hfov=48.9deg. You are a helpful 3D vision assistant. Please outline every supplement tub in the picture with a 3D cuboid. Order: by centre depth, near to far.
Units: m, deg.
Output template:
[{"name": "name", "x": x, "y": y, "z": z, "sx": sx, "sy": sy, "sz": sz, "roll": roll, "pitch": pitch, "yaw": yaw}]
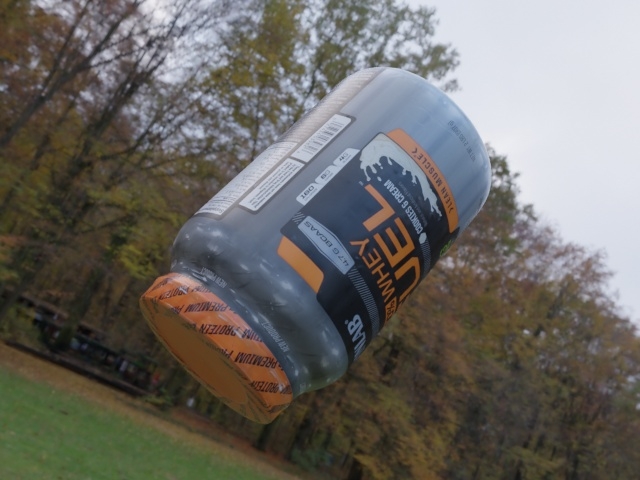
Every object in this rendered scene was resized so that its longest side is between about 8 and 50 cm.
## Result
[{"name": "supplement tub", "x": 0.000, "y": 0.000, "z": 0.652, "sx": 0.193, "sy": 0.316, "sz": 0.193, "roll": 34, "pitch": -26, "yaw": 20}]
